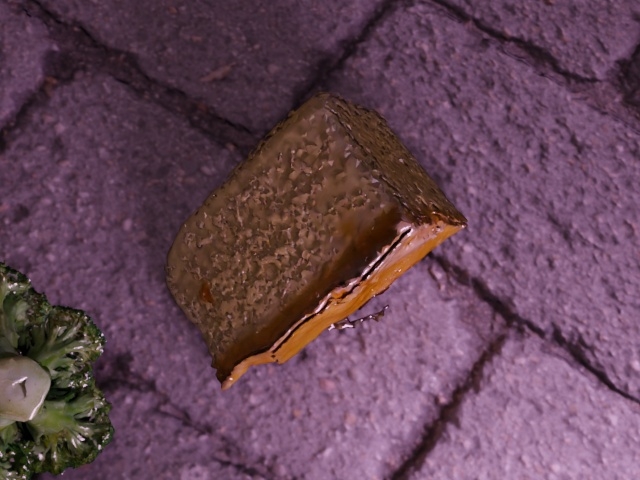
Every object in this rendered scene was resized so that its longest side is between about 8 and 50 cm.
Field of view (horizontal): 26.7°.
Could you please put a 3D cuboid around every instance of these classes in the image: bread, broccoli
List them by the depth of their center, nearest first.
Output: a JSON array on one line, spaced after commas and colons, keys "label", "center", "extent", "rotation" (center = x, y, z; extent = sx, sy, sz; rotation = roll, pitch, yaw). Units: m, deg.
[{"label": "broccoli", "center": [-0.351, 0.152, 1.490], "extent": [0.254, 0.269, 0.269], "rotation": [-24, 73, -21]}, {"label": "bread", "center": [0.000, 0.000, 1.688], "extent": [0.315, 0.279, 0.248], "rotation": [-43, 73, 26]}]
